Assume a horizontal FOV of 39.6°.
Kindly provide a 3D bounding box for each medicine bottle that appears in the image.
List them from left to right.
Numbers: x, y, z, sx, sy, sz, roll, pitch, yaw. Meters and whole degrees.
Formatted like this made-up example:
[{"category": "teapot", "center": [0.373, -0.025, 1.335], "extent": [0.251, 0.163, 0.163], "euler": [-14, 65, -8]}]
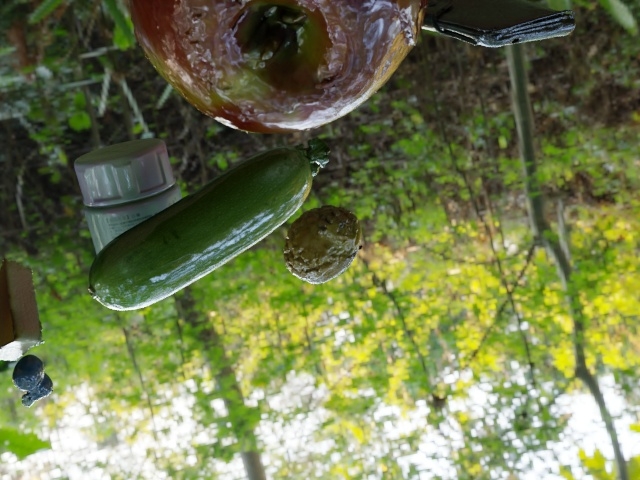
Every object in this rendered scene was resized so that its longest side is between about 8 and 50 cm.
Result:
[{"category": "medicine bottle", "center": [-0.251, -0.042, 1.198], "extent": [0.135, 0.168, 0.135], "euler": [-12, -163, 4]}]

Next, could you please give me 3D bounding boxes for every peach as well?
[{"category": "peach", "center": [-0.058, -0.309, 1.033], "extent": [0.339, 0.353, 0.416], "euler": [-12, -139, 1]}]

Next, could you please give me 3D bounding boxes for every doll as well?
[{"category": "doll", "center": [-0.490, 0.231, 1.514], "extent": [0.051, 0.083, 0.076], "euler": [-7, -139, 19]}]

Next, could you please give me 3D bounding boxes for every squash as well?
[{"category": "squash", "center": [-0.120, -0.027, 1.088], "extent": [0.379, 0.101, 0.101], "euler": [-36, -162, -35]}]

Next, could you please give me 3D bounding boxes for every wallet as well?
[{"category": "wallet", "center": [0.210, -0.349, 1.341], "extent": [0.173, 0.045, 0.318], "euler": [-18, -149, -25]}]

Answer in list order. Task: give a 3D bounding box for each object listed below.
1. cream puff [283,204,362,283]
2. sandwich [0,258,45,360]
[{"category": "cream puff", "center": [0.000, 0.000, 1.885], "extent": [0.189, 0.129, 0.189], "euler": [-28, -141, 26]}, {"category": "sandwich", "center": [-0.509, 0.108, 1.481], "extent": [0.058, 0.162, 0.193], "euler": [6, 162, -31]}]
